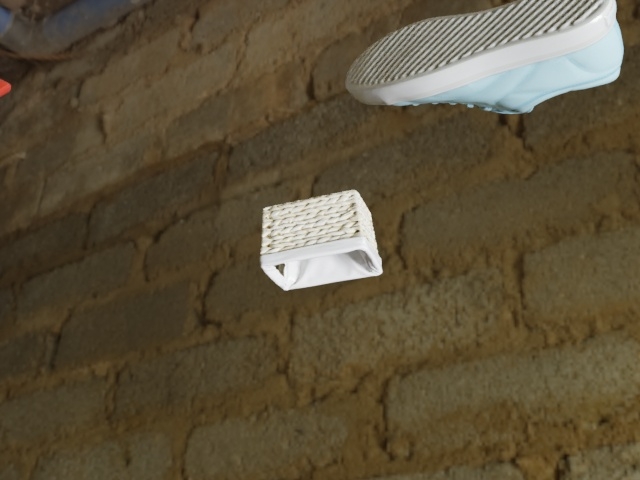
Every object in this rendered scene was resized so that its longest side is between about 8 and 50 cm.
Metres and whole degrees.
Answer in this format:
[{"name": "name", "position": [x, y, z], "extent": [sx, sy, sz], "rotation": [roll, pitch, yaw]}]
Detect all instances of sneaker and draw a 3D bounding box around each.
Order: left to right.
[{"name": "sneaker", "position": [0.212, -0.211, 1.168], "extent": [0.365, 0.135, 0.150], "rotation": [-6, 136, 31]}]

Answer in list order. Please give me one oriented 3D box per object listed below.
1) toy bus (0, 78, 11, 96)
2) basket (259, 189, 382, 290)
[{"name": "toy bus", "position": [-0.463, -0.218, 0.993], "extent": [0.190, 0.202, 0.104], "rotation": [-17, 139, -29]}, {"name": "basket", "position": [0.000, 0.000, 1.354], "extent": [0.167, 0.103, 0.113], "rotation": [-10, 155, 14]}]
